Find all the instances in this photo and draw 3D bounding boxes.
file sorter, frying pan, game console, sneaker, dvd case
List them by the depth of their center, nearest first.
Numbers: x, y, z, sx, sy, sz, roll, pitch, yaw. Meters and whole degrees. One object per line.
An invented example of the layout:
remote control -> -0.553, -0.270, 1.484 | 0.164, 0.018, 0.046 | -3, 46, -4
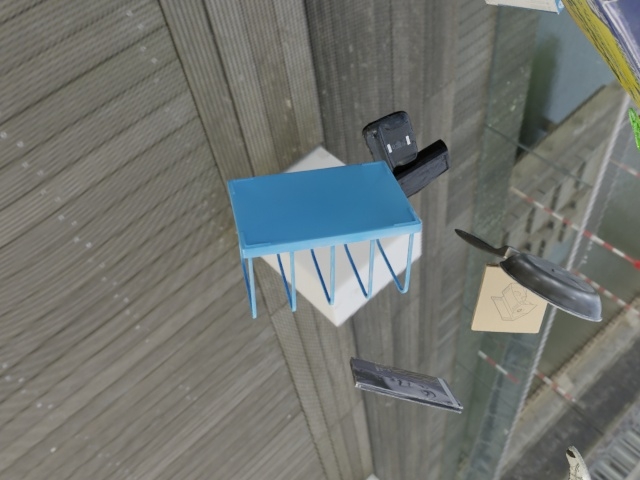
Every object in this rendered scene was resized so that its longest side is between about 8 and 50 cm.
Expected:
file sorter -> 0.000, 0.000, 0.668 | 0.170, 0.118, 0.104 | -9, 129, -10
sneaker -> 0.298, 0.284, 0.756 | 0.037, 0.083, 0.032 | -23, 148, 18
frying pan -> 0.400, 0.053, 1.209 | 0.197, 0.326, 0.053 | 19, 108, -20
dvd case -> 0.174, 0.300, 1.361 | 0.164, 0.221, 0.018 | -102, -153, -83
game console -> 0.189, -0.192, 1.483 | 0.213, 0.044, 0.361 | -31, 155, 3

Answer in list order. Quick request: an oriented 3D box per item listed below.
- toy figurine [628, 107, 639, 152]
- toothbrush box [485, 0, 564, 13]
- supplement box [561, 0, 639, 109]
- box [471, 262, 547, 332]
toy figurine -> 0.894, -0.293, 1.655 | 0.159, 0.130, 0.173 | -19, 143, 19
toothbrush box -> 0.545, -0.703, 1.548 | 0.295, 0.216, 0.126 | -52, 136, -9
supplement box -> 0.284, -0.250, 0.507 | 0.195, 0.357, 0.194 | -31, 119, 25
box -> 0.456, 0.139, 1.537 | 0.021, 0.164, 0.201 | -85, 178, -54
